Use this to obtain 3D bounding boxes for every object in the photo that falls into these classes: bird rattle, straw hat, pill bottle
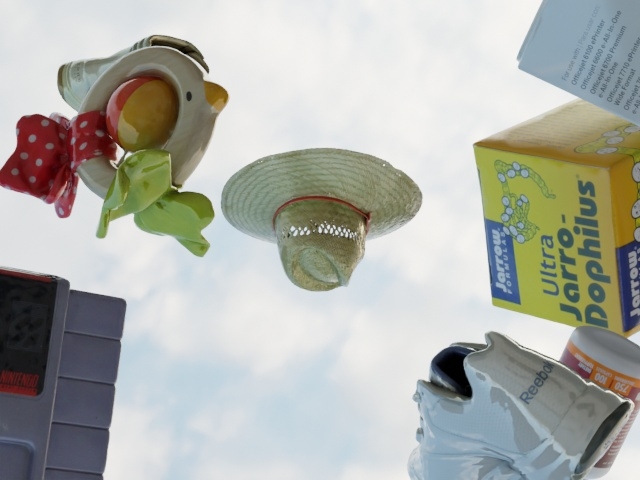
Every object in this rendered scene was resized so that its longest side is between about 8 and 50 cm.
[{"bbox_3d":[-0.186,-0.094,1.618,0.143,0.207,0.253,34,177,-43],"label":"bird rattle"},{"bbox_3d":[0.000,0.000,1.073,0.144,0.144,0.061,7,-118,-20],"label":"straw hat"},{"bbox_3d":[0.241,0.161,1.496,0.086,0.152,0.086,20,-164,-6],"label":"pill bottle"}]

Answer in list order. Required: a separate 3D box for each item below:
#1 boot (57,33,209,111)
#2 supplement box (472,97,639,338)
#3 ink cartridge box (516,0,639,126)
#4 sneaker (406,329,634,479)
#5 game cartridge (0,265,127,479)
[{"bbox_3d":[-0.199,-0.182,2.039,0.213,0.165,0.077,30,-128,-48],"label":"boot"},{"bbox_3d":[0.365,-0.057,1.814,0.356,0.194,0.195,-24,-156,-35],"label":"supplement box"},{"bbox_3d":[0.346,-0.175,1.346,0.307,0.129,0.223,26,-138,8],"label":"ink cartridge box"},{"bbox_3d":[0.126,0.134,1.253,0.129,0.297,0.111,41,-116,-1],"label":"sneaker"},{"bbox_3d":[-0.327,0.121,1.264,0.355,0.068,0.230,12,-96,-31],"label":"game cartridge"}]
